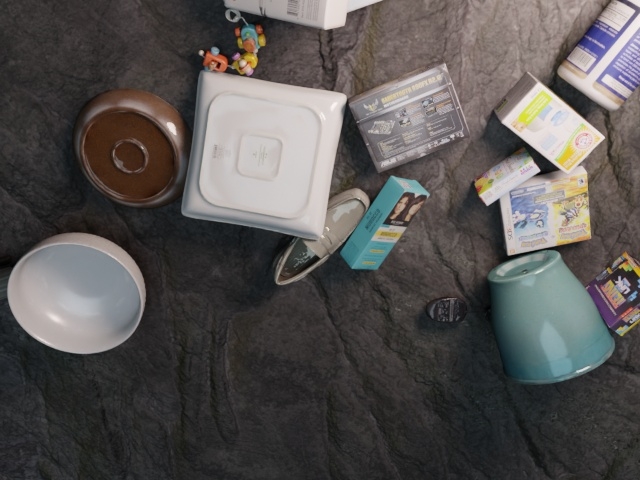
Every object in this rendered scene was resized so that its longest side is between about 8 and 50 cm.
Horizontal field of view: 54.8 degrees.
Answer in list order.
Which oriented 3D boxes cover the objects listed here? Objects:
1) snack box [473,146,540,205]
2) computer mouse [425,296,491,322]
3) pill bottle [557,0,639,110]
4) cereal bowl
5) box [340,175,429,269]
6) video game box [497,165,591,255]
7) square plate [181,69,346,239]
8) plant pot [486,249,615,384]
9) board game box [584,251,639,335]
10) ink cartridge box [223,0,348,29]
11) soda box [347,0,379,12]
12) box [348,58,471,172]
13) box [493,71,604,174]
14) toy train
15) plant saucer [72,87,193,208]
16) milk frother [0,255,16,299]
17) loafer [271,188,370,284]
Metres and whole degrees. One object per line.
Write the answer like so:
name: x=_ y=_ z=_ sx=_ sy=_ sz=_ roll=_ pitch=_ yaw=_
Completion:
snack box: x=0.428 y=-0.150 z=1.429 sx=0.141 sy=0.100 sz=0.037 roll=-35 pitch=110 yaw=20
computer mouse: x=0.399 y=0.184 z=1.647 sx=0.242 sy=0.041 sz=0.071 roll=3 pitch=101 yaw=-3
pill bottle: x=0.627 y=-0.410 z=1.251 sx=0.153 sy=0.153 sz=0.265 roll=30 pitch=116 yaw=-11
cereal bowl: x=-0.622 y=0.122 z=1.612 sx=0.339 sy=0.141 sz=0.339 roll=-2 pitch=118 yaw=-4
box: x=0.155 y=-0.038 z=1.504 sx=0.100 sy=0.060 sz=0.244 roll=4 pitch=128 yaw=-44
video game box: x=0.538 y=-0.068 z=1.488 sx=0.205 sy=0.048 sz=0.187 roll=-13 pitch=123 yaw=10
square plate: x=-0.137 y=-0.193 z=1.426 sx=0.344 sy=0.049 sz=0.347 roll=10 pitch=101 yaw=0
plant pot: x=0.538 y=0.171 z=1.511 sx=0.271 sy=0.271 sz=0.255 roll=-21 pitch=97 yaw=14
board game box: x=0.743 y=0.128 z=1.512 sx=0.048 sy=0.170 sz=0.141 roll=34 pitch=114 yaw=-18
ink cartridge box: x=-0.064 y=-0.532 z=1.224 sx=0.237 sy=0.100 sz=0.172 roll=19 pitch=119 yaw=20
soda box: x=0.129 y=-0.537 z=1.268 sx=0.216 sy=0.069 sz=0.074 roll=-15 pitch=115 yaw=12
box: x=0.202 y=-0.279 z=1.404 sx=0.231 sy=0.056 sz=0.183 roll=-21 pitch=113 yaw=14
box: x=0.504 y=-0.259 z=1.366 sx=0.203 sy=0.103 sz=0.114 roll=35 pitch=115 yaw=-13
toy train: x=-0.192 y=-0.413 z=1.343 sx=0.125 sy=0.046 sz=0.166 roll=23 pitch=138 yaw=-19
plant saucer: x=-0.456 y=-0.209 z=1.493 sx=0.310 sy=0.050 sz=0.311 roll=2 pitch=116 yaw=4
milk frother: x=-0.841 y=0.126 z=1.643 sx=0.129 sy=0.134 sz=0.143 roll=26 pitch=118 yaw=26
loafer: x=0.000 y=0.000 z=1.531 sx=0.112 sy=0.111 sz=0.319 roll=38 pitch=114 yaw=-15
